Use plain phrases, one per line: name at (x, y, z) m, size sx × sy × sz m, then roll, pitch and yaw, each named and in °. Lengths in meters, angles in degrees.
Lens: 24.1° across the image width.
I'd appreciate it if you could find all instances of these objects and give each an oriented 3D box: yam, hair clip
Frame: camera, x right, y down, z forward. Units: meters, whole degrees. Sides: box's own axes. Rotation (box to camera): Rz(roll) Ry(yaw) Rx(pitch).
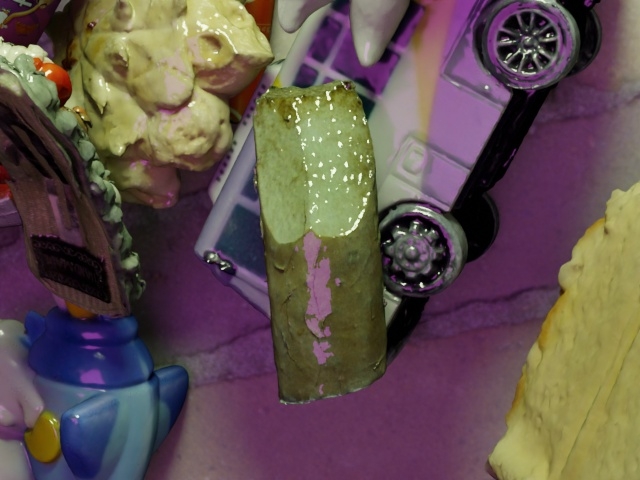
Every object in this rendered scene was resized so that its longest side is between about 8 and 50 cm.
yam at (0.000, 0.000, 1.242) m, size 0.106 × 0.106 × 0.259 m, roll -3°, pitch 99°, yaw 17°
hair clip at (-0.232, -0.064, 1.317) m, size 0.138 × 0.091 × 0.321 m, roll 15°, pitch 146°, yaw 23°

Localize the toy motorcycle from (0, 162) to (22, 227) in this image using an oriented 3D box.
toy motorcycle at (-0.386, -0.032, 1.520) m, size 0.298 × 0.171 × 0.089 m, roll -24°, pitch 132°, yaw 1°

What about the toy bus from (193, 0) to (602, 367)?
toy bus at (0.070, -0.112, 1.361) m, size 0.249 × 0.209 × 0.440 m, roll 30°, pitch 107°, yaw 10°

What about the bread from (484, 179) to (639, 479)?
bread at (0.390, 0.150, 1.221) m, size 0.390 × 0.279 × 0.371 m, roll 19°, pitch 99°, yaw -14°

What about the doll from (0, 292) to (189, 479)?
doll at (-0.291, 0.178, 1.537) m, size 0.365 × 0.187 × 0.376 m, roll -24°, pitch 116°, yaw 28°

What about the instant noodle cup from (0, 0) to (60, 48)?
instant noodle cup at (-0.302, -0.295, 1.304) m, size 0.251 × 0.251 × 0.190 m, roll 42°, pitch 107°, yaw 5°

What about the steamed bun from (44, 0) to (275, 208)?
steamed bun at (-0.174, -0.183, 1.391) m, size 0.295 × 0.137 × 0.292 m, roll 14°, pitch 91°, yaw 53°

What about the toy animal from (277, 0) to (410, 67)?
toy animal at (0.053, -0.257, 1.205) m, size 0.103 × 0.131 × 0.221 m, roll 23°, pitch 135°, yaw -18°

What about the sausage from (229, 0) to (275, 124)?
sausage at (-0.078, -0.245, 1.452) m, size 0.083 × 0.083 × 0.264 m, roll 11°, pitch 103°, yaw 14°
